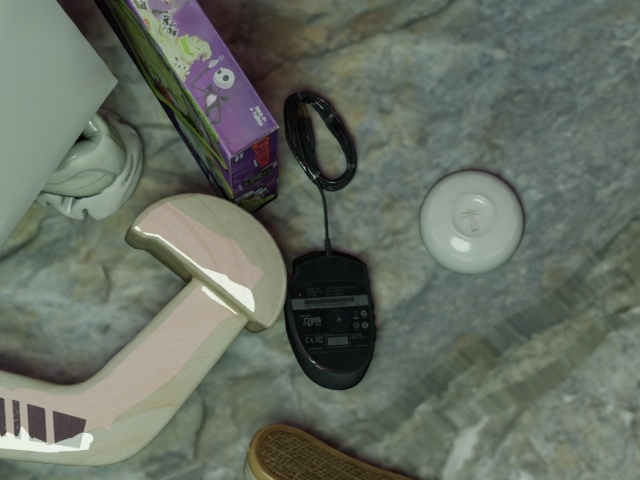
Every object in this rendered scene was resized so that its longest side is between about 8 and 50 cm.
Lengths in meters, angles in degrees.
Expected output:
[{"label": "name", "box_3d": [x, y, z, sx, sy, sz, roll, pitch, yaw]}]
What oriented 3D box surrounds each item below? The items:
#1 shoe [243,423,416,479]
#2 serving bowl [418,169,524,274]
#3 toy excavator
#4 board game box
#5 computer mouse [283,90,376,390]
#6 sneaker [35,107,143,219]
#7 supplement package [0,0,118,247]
[{"label": "shoe", "box_3d": [0.039, 0.212, 1.358, 0.219, 0.058, 0.076, 30, 45, 3]}, {"label": "serving bowl", "box_3d": [0.118, -0.016, 1.406, 0.083, 0.027, 0.083, 0, 81, 2]}, {"label": "toy excavator", "box_3d": [-0.278, 0.146, 1.323, 0.445, 0.222, 0.433, 14, 81, -9]}, {"label": "board game box", "box_3d": [-0.139, -0.187, 1.355, 0.056, 0.208, 0.347, -32, 81, -4]}, {"label": "computer mouse", "box_3d": [0.000, 0.000, 1.406, 0.071, 0.041, 0.242, 0, 72, -13]}, {"label": "sneaker", "box_3d": [-0.283, -0.097, 1.391, 0.292, 0.118, 0.110, 11, 82, 5]}, {"label": "supplement package", "box_3d": [-0.326, -0.132, 1.263, 0.293, 0.175, 0.177, 24, 72, 31]}]
